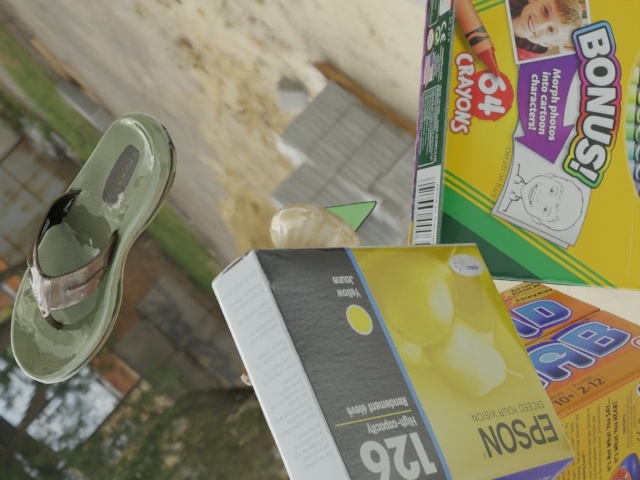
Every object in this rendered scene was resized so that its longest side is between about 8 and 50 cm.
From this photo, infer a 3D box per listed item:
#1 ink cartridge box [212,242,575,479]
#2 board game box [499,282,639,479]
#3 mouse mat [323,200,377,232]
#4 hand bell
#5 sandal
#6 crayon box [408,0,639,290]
[{"bbox_3d":[0.087,0.147,0.942,0.303,0.072,0.307,-1,-122,-49],"label":"ink cartridge box"},{"bbox_3d":[0.350,0.330,1.897,0.356,0.356,0.357,26,130,52],"label":"board game box"},{"bbox_3d":[0.000,0.000,1.907,0.152,0.190,0.007,-6,126,46],"label":"mouse mat"},{"bbox_3d":[-0.044,0.080,1.415,0.126,0.242,0.126,13,138,12],"label":"hand bell"},{"bbox_3d":[-0.249,0.004,1.154,0.120,0.303,0.086,32,-164,23],"label":"sandal"},{"bbox_3d":[0.267,-0.132,1.221,0.313,0.363,0.106,5,178,-13],"label":"crayon box"}]
